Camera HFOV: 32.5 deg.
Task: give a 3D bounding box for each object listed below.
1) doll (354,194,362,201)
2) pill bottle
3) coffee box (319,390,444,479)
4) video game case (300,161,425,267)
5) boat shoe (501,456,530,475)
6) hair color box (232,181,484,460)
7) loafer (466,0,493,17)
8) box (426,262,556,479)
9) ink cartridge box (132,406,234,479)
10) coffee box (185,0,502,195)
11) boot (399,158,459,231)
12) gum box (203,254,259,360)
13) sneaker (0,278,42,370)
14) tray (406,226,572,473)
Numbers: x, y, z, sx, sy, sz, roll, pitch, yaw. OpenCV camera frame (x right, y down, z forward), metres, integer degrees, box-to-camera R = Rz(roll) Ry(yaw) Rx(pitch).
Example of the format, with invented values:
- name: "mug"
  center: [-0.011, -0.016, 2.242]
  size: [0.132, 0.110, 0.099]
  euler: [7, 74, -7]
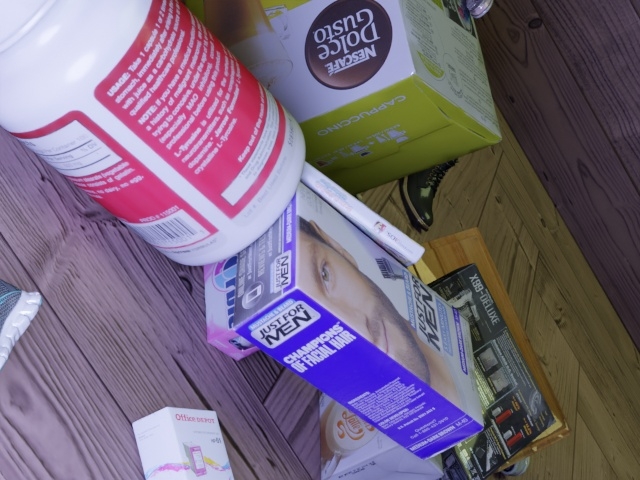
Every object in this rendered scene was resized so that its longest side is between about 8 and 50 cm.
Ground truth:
- name: "doll"
  center: [0.056, -0.055, 1.903]
  size: [0.189, 0.046, 0.129]
  euler: [52, 27, -8]
- name: "pill bottle"
  center: [-0.217, -0.166, 1.201]
  size: [0.407, 0.229, 0.229]
  euler: [43, 29, -39]
- name: "coffee box"
  center: [0.079, 0.225, 1.511]
  size: [0.098, 0.141, 0.246]
  euler: [45, 29, -34]
- name: "video game case"
  center: [0.035, -0.033, 1.424]
  size: [0.206, 0.026, 0.227]
  euler: [36, -4, 2]
- name: "boat shoe"
  center: [0.322, 0.320, 2.007]
  size: [0.081, 0.079, 0.227]
  euler: [17, 53, -66]
- name: "hair color box"
  center: [0.050, 0.100, 1.324]
  size: [0.339, 0.110, 0.185]
  euler: [37, 33, -30]
- name: "loafer"
  center: [0.248, -0.393, 1.757]
  size: [0.039, 0.045, 0.125]
  euler: [43, 26, -18]
- name: "box"
  center: [0.227, 0.219, 1.791]
  size: [0.242, 0.076, 0.307]
  euler: [-27, 89, -41]
- name: "ink cartridge box"
  center: [-0.138, 0.239, 1.145]
  size: [0.088, 0.052, 0.122]
  euler: [20, 45, -58]
- name: "coffee box"
  center: [0.036, -0.285, 1.694]
  size: [0.338, 0.337, 0.334]
  euler: [21, 54, -58]
- name: "boot"
  center: [0.235, -0.128, 2.253]
  size: [0.077, 0.137, 0.198]
  euler: [35, 35, -48]
- name: "gum box"
  center: [-0.088, 0.052, 1.392]
  size: [0.062, 0.107, 0.188]
  euler: [38, 32, -42]
- name: "sneaker"
  center: [-0.309, 0.084, 0.964]
  size: [0.076, 0.065, 0.166]
  euler: [37, 26, -15]
- name: "tray"
  center: [0.278, 0.192, 1.952]
  size: [0.203, 0.076, 0.411]
  euler: [-16, 78, -37]
